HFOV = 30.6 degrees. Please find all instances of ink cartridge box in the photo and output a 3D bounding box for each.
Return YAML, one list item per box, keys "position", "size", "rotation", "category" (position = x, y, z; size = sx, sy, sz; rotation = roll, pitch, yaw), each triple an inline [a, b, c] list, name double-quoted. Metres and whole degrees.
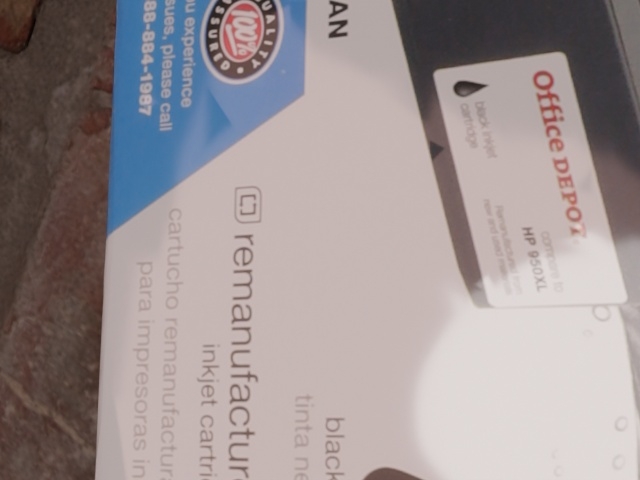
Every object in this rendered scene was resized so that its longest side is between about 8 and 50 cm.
- position: [0.119, -0.003, 0.491]
  size: [0.395, 0.166, 0.285]
  rotation: [-3, 79, 20]
  category: "ink cartridge box"
